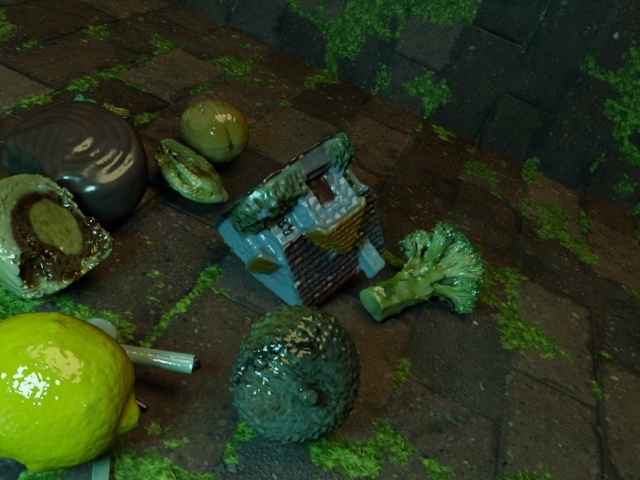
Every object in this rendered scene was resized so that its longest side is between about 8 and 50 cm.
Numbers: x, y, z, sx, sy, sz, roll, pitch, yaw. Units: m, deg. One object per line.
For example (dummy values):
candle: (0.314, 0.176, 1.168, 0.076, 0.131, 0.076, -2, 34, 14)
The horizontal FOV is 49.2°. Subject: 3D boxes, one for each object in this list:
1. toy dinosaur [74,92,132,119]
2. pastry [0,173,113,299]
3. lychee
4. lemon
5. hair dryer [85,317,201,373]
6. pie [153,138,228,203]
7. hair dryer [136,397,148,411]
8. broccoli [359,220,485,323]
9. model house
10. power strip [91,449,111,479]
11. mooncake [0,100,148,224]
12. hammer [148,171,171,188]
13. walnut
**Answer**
toy dinosaur: (-0.639, -0.320, 1.940, 0.153, 0.094, 0.259, 19, 39, 1)
pastry: (-0.569, 0.005, 1.378, 0.237, 0.170, 0.256, 48, 31, -5)
lychee: (-0.051, 0.239, 1.286, 0.255, 0.255, 0.274, 9, 14, -22)
lemon: (-0.414, 0.229, 1.079, 0.288, 0.234, 0.233, 25, 30, -3)
hair dryer: (-0.336, 0.219, 1.264, 0.236, 0.073, 0.131, 11, 27, -5)
pie: (-0.349, -0.184, 1.876, 0.248, 0.090, 0.201, 45, 16, 21)
hair dryer: (-0.342, 0.278, 1.250, 0.083, 0.026, 0.047, 30, 32, 6)
broccoli: (0.242, 0.083, 1.812, 0.361, 0.221, 0.252, 0, 73, -34)
model house: (-0.015, -0.011, 1.659, 0.360, 0.297, 0.339, -36, 92, -35)
power strip: (-0.350, 0.365, 1.112, 0.027, 0.017, 0.083, 10, 32, -19)
mooncake: (-0.576, -0.188, 1.638, 0.333, 0.174, 0.326, -3, 50, -14)
hammer: (-0.482, -0.179, 1.847, 0.193, 0.070, 0.116, 19, 29, -24)
walnut: (-0.316, -0.326, 2.075, 0.193, 0.193, 0.225, -10, 34, -43)
